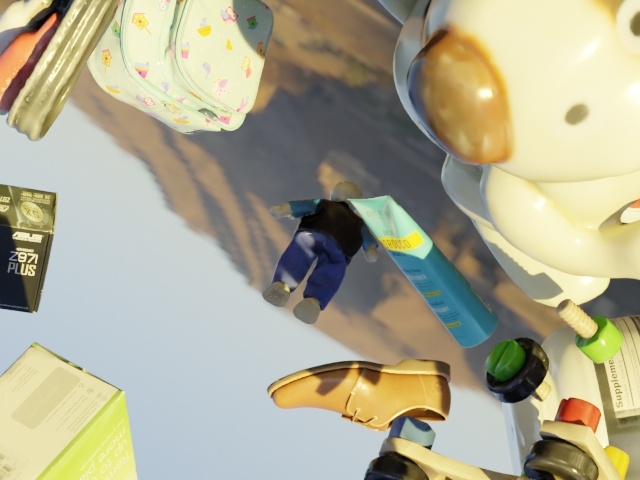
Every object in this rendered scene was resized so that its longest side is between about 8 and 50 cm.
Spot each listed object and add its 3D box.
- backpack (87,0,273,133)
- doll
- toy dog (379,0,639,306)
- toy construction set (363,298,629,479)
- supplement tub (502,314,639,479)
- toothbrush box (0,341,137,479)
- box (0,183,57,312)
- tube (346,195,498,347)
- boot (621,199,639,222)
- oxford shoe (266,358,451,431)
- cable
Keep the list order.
[{"bbox_3d":[-0.153,-0.214,1.884,0.188,0.166,0.144,22,166,-33],"label":"backpack"},{"bbox_3d":[0.000,0.000,1.904,0.129,0.189,0.046,29,141,1],"label":"doll"},{"bbox_3d":[0.197,-0.146,1.375,0.395,0.284,0.408,51,-178,4],"label":"toy dog"},{"bbox_3d":[0.188,0.267,1.438,0.237,0.257,0.309,42,-147,-25],"label":"toy construction set"},{"bbox_3d":[0.314,0.163,1.637,0.272,0.191,0.191,-9,-179,2],"label":"supplement tub"},{"bbox_3d":[-0.290,0.277,1.737,0.122,0.206,0.283,27,142,21],"label":"toothbrush box"},{"bbox_3d":[-0.426,0.003,2.155,0.180,0.147,0.077,9,-138,-12],"label":"box"},{"bbox_3d":[0.112,0.026,1.857,0.207,0.052,0.080,50,150,-22],"label":"tube"},{"bbox_3d":[0.418,-0.124,2.002,0.244,0.176,0.088,-26,-121,-39],"label":"boot"},{"bbox_3d":[0.046,0.180,1.968,0.212,0.076,0.076,-2,156,-3],"label":"oxford shoe"},{"bbox_3d":[-0.160,-0.176,1.142,0.072,0.287,0.139,26,-138,-14],"label":"cable"}]
